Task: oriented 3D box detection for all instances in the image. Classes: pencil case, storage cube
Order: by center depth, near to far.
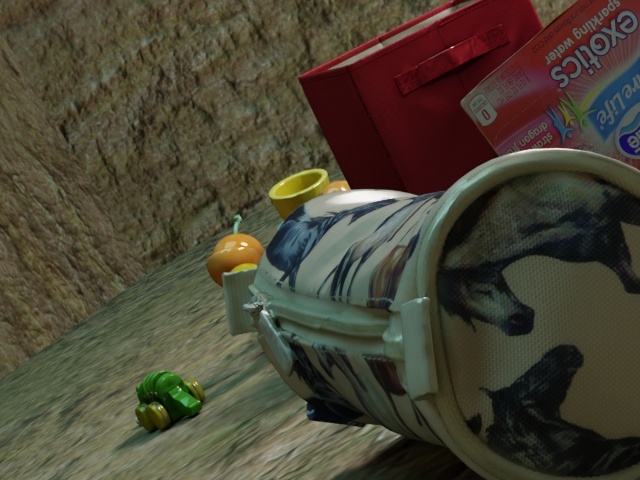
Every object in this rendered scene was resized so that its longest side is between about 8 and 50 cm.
[{"bbox_3d":[0.070,0.041,0.917,0.183,0.160,0.410,-15,2,-12],"label":"pencil case"},{"bbox_3d":[0.118,-0.108,1.544,0.184,0.193,0.215,-28,8,-11],"label":"storage cube"}]

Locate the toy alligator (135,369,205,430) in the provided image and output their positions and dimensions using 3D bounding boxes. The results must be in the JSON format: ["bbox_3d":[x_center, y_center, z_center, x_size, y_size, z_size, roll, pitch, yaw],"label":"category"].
[{"bbox_3d":[-0.168,0.161,1.733,0.056,0.051,0.190,-33,6,-24],"label":"toy alligator"}]

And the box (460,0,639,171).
[{"bbox_3d":[0.274,-0.141,1.258,0.142,0.154,0.300,-29,-9,-49],"label":"box"}]

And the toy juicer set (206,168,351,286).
[{"bbox_3d":[0.000,0.000,1.704,0.209,0.089,0.329,-33,24,-26],"label":"toy juicer set"}]
